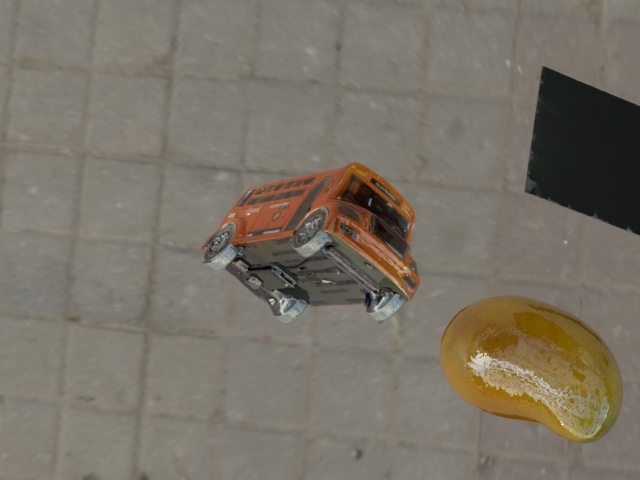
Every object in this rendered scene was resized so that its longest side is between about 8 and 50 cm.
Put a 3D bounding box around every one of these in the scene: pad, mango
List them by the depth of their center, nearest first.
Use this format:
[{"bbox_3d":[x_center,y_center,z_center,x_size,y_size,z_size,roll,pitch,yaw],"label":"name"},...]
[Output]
[{"bbox_3d":[0.161,0.094,1.088,0.102,0.184,0.085,-44,118,-13],"label":"mango"},{"bbox_3d":[0.264,-0.064,1.217,0.190,0.004,0.127,20,62,-14],"label":"pad"}]

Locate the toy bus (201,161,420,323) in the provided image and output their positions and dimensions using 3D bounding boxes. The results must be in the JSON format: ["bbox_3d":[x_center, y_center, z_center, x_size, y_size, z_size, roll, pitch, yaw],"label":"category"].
[{"bbox_3d":[0.000,0.000,1.682,0.143,0.329,0.153,40,69,-21],"label":"toy bus"}]
